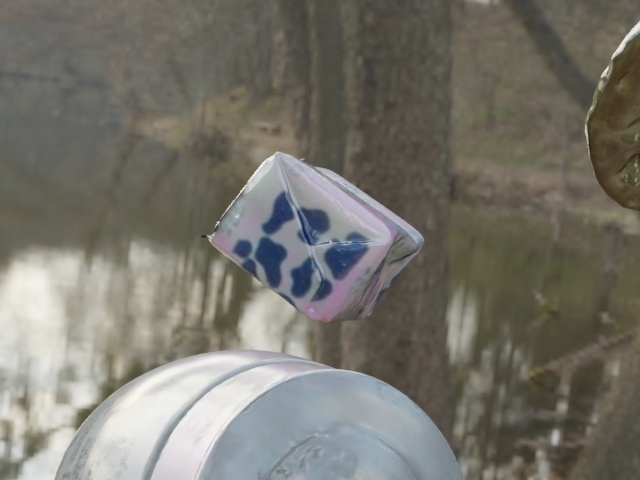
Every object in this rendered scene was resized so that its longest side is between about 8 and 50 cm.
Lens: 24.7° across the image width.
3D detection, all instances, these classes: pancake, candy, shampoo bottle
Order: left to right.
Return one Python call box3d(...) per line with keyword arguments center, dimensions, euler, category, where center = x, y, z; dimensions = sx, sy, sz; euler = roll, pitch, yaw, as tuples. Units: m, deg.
box3d(center=(-0.050, 0.215, 1.055), dimensions=(0.273, 0.273, 0.266), euler=(4, -9, -34), category="shampoo bottle")
box3d(center=(0.000, 0.000, 0.869), dimensions=(0.092, 0.073, 0.160), euler=(37, 6, 10), category="candy")
box3d(center=(0.287, -0.119, 1.029), dimensions=(0.222, 0.236, 0.042), euler=(-9, 40, -17), category="pancake")
